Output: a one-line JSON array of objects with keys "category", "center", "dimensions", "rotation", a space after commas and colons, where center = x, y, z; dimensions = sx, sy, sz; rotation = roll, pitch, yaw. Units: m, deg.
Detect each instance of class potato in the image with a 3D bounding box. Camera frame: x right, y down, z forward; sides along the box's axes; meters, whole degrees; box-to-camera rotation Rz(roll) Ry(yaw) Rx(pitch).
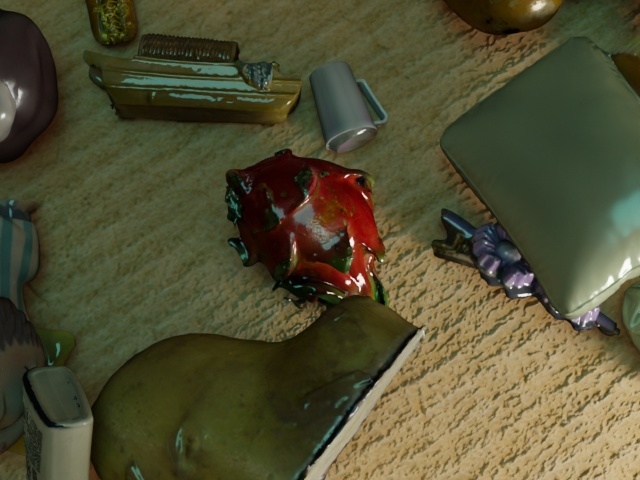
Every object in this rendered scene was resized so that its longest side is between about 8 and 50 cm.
[{"category": "potato", "center": [-0.104, 0.192, 1.237], "dimensions": [0.296, 0.290, 0.397], "rotation": [34, 103, 11]}]

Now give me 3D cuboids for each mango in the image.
[{"category": "mango", "center": [0.232, -0.428, 1.426], "dimensions": [0.193, 0.146, 0.316], "rotation": [-33, 69, 21]}]

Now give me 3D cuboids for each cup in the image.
[{"category": "cup", "center": [0.042, -0.190, 1.435], "dimensions": [0.104, 0.074, 0.116], "rotation": [-9, 72, -25]}]

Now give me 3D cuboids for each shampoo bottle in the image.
[{"category": "shampoo bottle", "center": [-0.316, 0.303, 1.228], "dimensions": [0.071, 0.153, 0.284], "rotation": [-8, 116, -26]}]

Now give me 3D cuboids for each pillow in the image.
[{"category": "pillow", "center": [0.333, -0.088, 1.317], "dimensions": [0.255, 0.120, 0.322], "rotation": [-35, 66, 12]}]

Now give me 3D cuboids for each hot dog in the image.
[{"category": "hot dog", "center": [-0.310, -0.359, 1.480], "dimensions": [0.071, 0.045, 0.165], "rotation": [-11, 78, -3]}]

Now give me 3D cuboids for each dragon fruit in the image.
[{"category": "dragon fruit", "center": [-0.019, 0.010, 1.342], "dimensions": [0.200, 0.198, 0.269], "rotation": [-11, 93, -12]}]

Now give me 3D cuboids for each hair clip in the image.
[{"category": "hair clip", "center": [0.282, 0.050, 1.374], "dimensions": [0.292, 0.084, 0.106], "rotation": [28, 40, 4]}]

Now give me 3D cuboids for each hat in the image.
[{"category": "hat", "center": [0.460, 0.119, 1.367], "dimensions": [0.122, 0.081, 0.166], "rotation": [-8, 94, -40]}]

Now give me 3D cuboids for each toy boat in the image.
[{"category": "toy boat", "center": [-0.180, -0.231, 1.430], "dimensions": [0.310, 0.089, 0.115], "rotation": [2, 76, 2]}]

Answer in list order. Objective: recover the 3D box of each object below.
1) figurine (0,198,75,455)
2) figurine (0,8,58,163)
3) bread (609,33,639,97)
[{"category": "figurine", "center": [-0.470, 0.094, 1.226], "dimensions": [0.267, 0.377, 0.361], "rotation": [-2, 80, 1]}, {"category": "figurine", "center": [-0.529, -0.247, 1.381], "dimensions": [0.365, 0.206, 0.218], "rotation": [25, 66, 8]}, {"category": "bread", "center": [0.497, -0.180, 1.364], "dimensions": [0.133, 0.179, 0.250], "rotation": [-39, 74, -7]}]
